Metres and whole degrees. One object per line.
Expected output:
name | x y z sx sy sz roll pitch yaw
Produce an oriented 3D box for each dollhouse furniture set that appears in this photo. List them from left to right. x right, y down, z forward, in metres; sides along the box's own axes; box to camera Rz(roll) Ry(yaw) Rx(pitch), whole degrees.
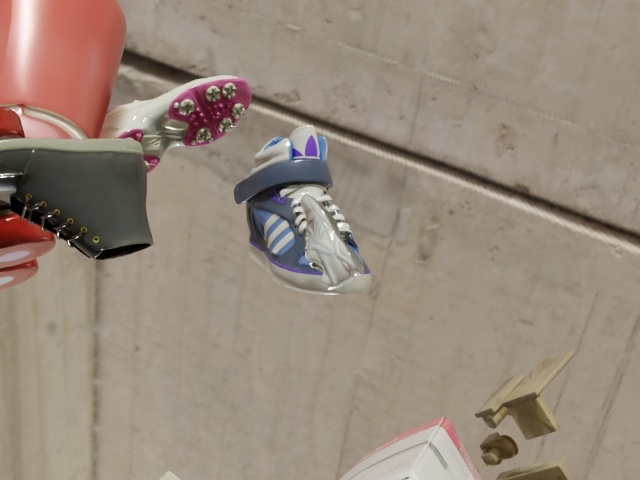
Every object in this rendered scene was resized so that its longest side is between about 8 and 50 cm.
dollhouse furniture set | 0.300 0.260 1.237 0.144 0.123 0.151 -31 -90 43

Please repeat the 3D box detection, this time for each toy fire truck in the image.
toy fire truck | -0.461 -0.027 1.048 0.302 0.254 0.169 -34 -107 60

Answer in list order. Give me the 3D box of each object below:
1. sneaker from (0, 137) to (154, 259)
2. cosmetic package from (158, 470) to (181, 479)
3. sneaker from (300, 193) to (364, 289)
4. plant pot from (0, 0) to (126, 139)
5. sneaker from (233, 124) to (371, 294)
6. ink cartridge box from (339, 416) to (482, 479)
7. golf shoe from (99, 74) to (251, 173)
sneaker | -0.274 -0.035 0.905 0.083 0.222 0.118 -33 -112 62
cosmetic package | -0.206 0.358 1.175 0.060 0.041 0.115 36 -59 9
sneaker | 0.000 0.000 1.225 0.061 0.054 0.152 -36 -125 12
plant pot | -0.419 -0.227 1.296 0.275 0.275 0.243 -34 -131 41
sneaker | -0.023 -0.060 1.440 0.323 0.130 0.236 26 -66 58
ink cartridge box | 0.094 0.279 0.762 0.117 0.283 0.207 -29 -99 10
golf shoe | -0.262 -0.203 1.491 0.140 0.306 0.115 41 -28 43
